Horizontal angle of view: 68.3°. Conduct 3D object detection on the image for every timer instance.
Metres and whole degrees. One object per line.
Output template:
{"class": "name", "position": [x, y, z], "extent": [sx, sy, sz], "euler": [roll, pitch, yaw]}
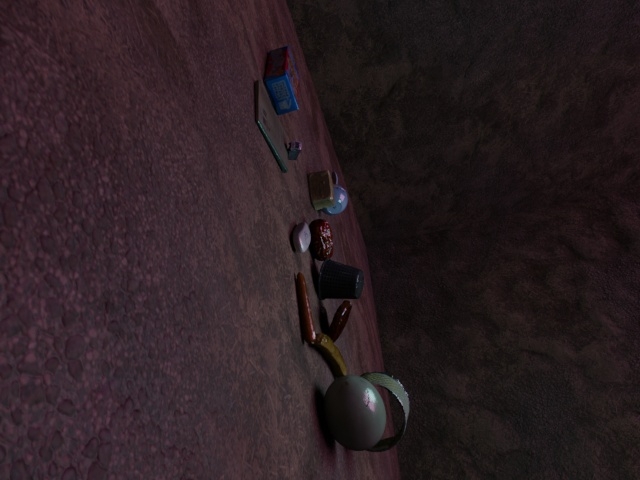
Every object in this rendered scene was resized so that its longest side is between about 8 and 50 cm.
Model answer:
{"class": "timer", "position": [0.040, -0.245, 2.395], "extent": [0.256, 0.175, 0.175], "euler": [63, 2, 29]}

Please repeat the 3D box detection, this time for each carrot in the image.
{"class": "carrot", "position": [-0.051, 0.221, 1.558], "extent": [0.043, 0.043, 0.248], "euler": [55, 23, -65]}

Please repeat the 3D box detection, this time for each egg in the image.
{"class": "egg", "position": [0.113, 0.569, 1.556], "extent": [0.203, 0.202, 0.283], "euler": [-85, 164, -60]}

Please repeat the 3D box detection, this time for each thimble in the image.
{"class": "thimble", "position": [0.208, 0.652, 1.812], "extent": [0.150, 0.270, 0.271], "euler": [6, 71, -76]}

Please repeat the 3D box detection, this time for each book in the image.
{"class": "book", "position": [-0.175, -0.407, 1.705], "extent": [0.283, 0.025, 0.215], "euler": [62, 19, -54]}

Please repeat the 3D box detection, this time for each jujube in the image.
{"class": "jujube", "position": [0.000, 0.000, 1.963], "extent": [0.112, 0.109, 0.176], "euler": [-29, 119, -42]}

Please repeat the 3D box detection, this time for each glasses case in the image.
{"class": "glasses case", "position": [-0.068, -0.013, 1.727], "extent": [0.197, 0.049, 0.076], "euler": [-71, 147, -72]}

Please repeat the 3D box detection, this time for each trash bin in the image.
{"class": "trash bin", "position": [0.089, 0.165, 1.914], "extent": [0.175, 0.160, 0.176], "euler": [6, 90, -71]}

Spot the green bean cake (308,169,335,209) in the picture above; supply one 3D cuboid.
{"class": "green bean cake", "position": [0.005, -0.244, 2.265], "extent": [0.085, 0.109, 0.179], "euler": [60, 19, -59]}

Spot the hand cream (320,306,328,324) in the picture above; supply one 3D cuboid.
{"class": "hand cream", "position": [0.018, 0.302, 1.908], "extent": [0.102, 0.022, 0.035], "euler": [74, 9, -49]}

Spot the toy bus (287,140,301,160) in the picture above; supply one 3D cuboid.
{"class": "toy bus", "position": [-0.105, -0.350, 1.847], "extent": [0.130, 0.052, 0.037], "euler": [137, -43, -74]}

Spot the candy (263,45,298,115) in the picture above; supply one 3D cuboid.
{"class": "candy", "position": [-0.154, -0.660, 1.934], "extent": [0.306, 0.100, 0.157], "euler": [-93, 166, -49]}

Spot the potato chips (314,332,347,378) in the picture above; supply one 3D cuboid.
{"class": "potato chips", "position": [0.037, 0.422, 1.745], "extent": [0.407, 0.057, 0.080], "euler": [65, 29, -53]}

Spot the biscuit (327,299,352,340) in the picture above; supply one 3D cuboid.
{"class": "biscuit", "position": [0.073, 0.326, 1.896], "extent": [0.192, 0.049, 0.192], "euler": [-55, 158, -35]}
